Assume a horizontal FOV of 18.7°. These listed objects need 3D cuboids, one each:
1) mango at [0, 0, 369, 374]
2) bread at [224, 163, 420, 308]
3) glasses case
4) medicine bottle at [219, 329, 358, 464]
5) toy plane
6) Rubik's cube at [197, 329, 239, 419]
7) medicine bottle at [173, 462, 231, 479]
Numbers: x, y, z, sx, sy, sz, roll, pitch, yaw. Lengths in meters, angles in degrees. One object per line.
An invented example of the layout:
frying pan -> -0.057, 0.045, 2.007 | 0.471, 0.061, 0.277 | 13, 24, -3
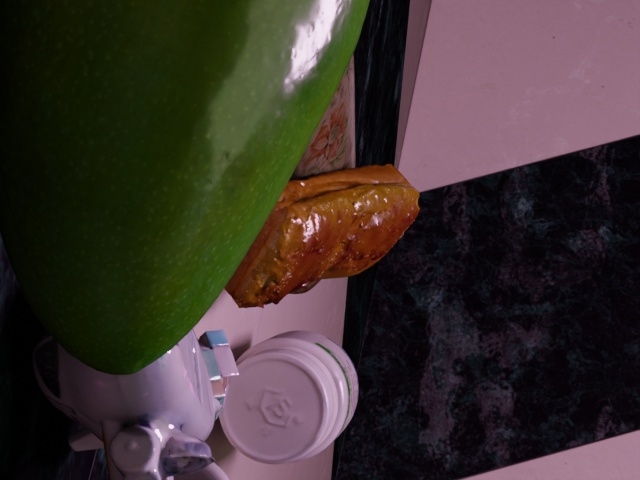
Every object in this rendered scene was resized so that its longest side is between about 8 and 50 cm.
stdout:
mango -> -0.078, -0.116, 1.053 | 0.225, 0.201, 0.382 | 134, -32, -84
bread -> -0.001, -0.001, 1.944 | 0.139, 0.077, 0.271 | -55, 160, 23
glasses case -> -0.018, -0.096, 2.018 | 0.425, 0.098, 0.156 | 88, 23, -58
medicine bottle -> -0.034, 0.169, 2.082 | 0.237, 0.139, 0.139 | -5, 104, -85
toy plane -> -0.130, 0.094, 1.292 | 0.244, 0.117, 0.245 | -8, 90, -88
Rubik's cube -> -0.106, 0.116, 1.674 | 0.084, 0.073, 0.075 | -68, 166, -55
medicine bottle -> -0.111, 0.245, 1.670 | 0.187, 0.102, 0.103 | 76, 24, -73
